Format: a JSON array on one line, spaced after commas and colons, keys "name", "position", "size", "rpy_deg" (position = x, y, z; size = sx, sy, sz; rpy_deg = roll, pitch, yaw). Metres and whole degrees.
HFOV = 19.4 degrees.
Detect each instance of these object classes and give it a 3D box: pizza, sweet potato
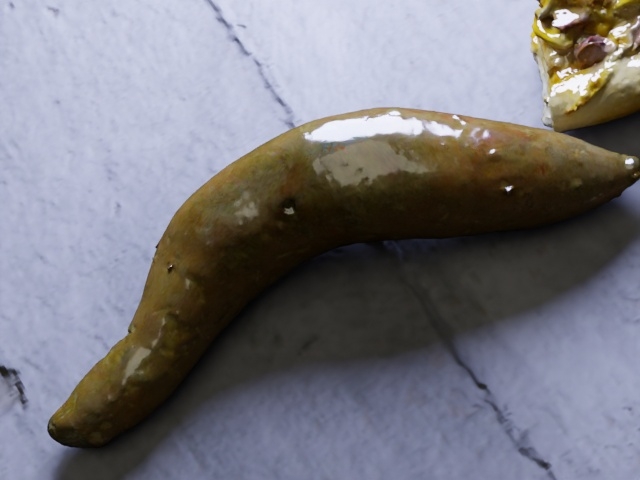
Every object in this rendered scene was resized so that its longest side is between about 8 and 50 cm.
[{"name": "pizza", "position": [0.190, -0.161, 1.024], "size": [0.127, 0.058, 0.246], "rpy_deg": [37, 77, 24]}, {"name": "sweet potato", "position": [-0.006, -0.005, 0.990], "size": [0.346, 0.079, 0.108], "rpy_deg": [-27, 76, 4]}]
